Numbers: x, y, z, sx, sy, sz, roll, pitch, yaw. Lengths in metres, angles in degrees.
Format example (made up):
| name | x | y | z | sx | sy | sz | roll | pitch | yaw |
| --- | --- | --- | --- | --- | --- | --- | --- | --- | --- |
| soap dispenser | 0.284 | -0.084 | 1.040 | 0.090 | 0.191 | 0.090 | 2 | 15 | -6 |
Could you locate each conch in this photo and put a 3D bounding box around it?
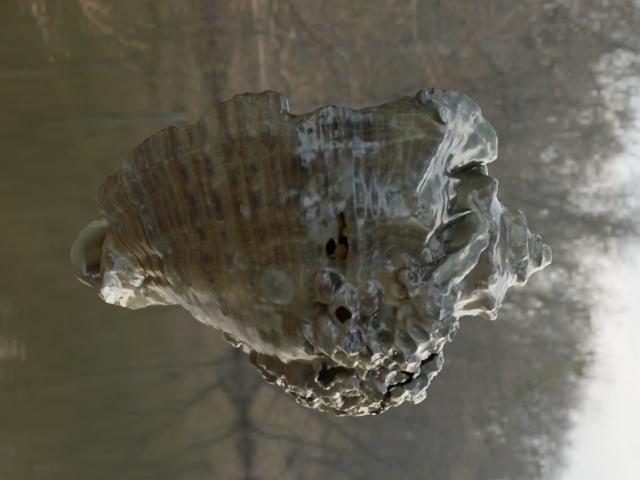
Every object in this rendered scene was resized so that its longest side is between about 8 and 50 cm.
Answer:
| name | x | y | z | sx | sy | sz | roll | pitch | yaw |
| --- | --- | --- | --- | --- | --- | --- | --- | --- | --- |
| conch | 0.000 | 0.000 | 0.645 | 0.163 | 0.245 | 0.178 | -98 | -169 | -59 |
